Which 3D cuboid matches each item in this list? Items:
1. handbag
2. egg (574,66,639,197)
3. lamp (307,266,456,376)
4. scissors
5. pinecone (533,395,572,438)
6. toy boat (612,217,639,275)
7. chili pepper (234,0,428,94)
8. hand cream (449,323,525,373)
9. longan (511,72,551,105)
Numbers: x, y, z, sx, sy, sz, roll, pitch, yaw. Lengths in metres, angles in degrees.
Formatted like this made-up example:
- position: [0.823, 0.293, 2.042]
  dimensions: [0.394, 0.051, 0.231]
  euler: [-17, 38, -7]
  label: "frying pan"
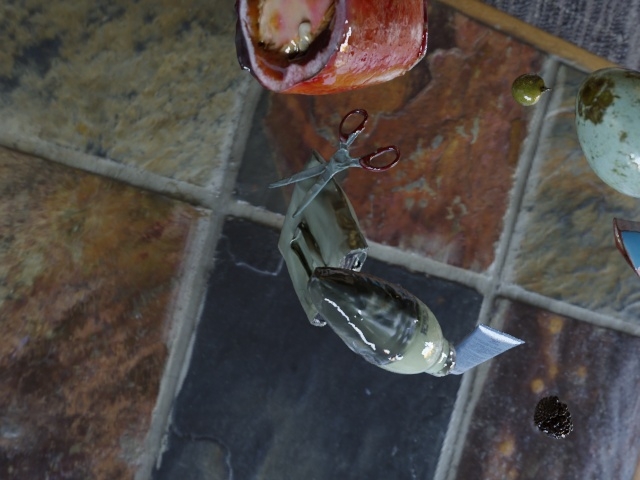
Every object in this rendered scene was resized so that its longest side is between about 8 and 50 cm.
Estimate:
- position: [0.000, 0.005, 1.318]
  dimensions: [0.109, 0.316, 0.253]
  euler: [-7, 55, -25]
  label: "handbag"
- position: [0.491, -0.170, 0.983]
  dimensions: [0.231, 0.169, 0.169]
  euler: [46, 78, -6]
  label: "egg"
- position: [0.078, 0.103, 0.770]
  dimensions: [0.250, 0.101, 0.101]
  euler: [32, 82, -31]
  label: "lamp"
- position: [0.023, -0.144, 1.223]
  dimensions: [0.247, 0.017, 0.144]
  euler: [-36, 74, -8]
  label: "scissors"
- position: [0.462, 0.351, 1.248]
  dimensions: [0.083, 0.077, 0.077]
  euler: [38, 80, -13]
  label: "pinecone"
- position: [0.694, 0.006, 1.394]
  dimensions: [0.079, 0.392, 0.136]
  euler: [-23, 83, 24]
  label: "toy boat"
- position: [0.029, -0.370, 1.026]
  dimensions: [0.305, 0.229, 0.251]
  euler: [-26, 111, -54]
  label: "chili pepper"
- position: [0.317, 0.224, 1.292]
  dimensions: [0.091, 0.271, 0.058]
  euler: [25, 64, 0]
  label: "hand cream"
- position: [0.459, -0.329, 1.374]
  dimensions: [0.075, 0.083, 0.075]
  euler: [-20, 115, -51]
  label: "longan"
